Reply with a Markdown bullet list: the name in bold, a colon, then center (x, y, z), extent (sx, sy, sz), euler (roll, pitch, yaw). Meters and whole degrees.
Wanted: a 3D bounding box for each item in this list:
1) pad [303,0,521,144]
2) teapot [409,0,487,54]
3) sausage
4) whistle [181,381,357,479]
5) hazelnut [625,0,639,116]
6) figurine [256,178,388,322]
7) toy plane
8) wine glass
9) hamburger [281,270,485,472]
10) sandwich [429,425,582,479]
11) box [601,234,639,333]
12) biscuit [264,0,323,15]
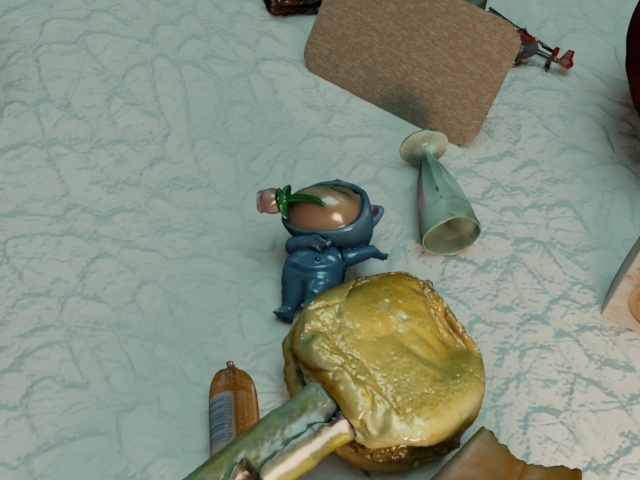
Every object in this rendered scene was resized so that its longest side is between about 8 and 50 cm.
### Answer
- **pad**: center (0.114, -0.251, 1.370), extent (0.266, 0.176, 0.002), euler (29, 26, 12)
- **teapot**: center (0.164, -0.334, 1.452), extent (0.162, 0.149, 0.239), euler (21, 51, 5)
- **sausage**: center (-0.075, 0.265, 0.991), extent (0.053, 0.053, 0.347), euler (0, 52, -11)
- **whistle**: center (-0.114, 0.244, 0.947), extent (0.326, 0.057, 0.068), euler (-34, 33, -9)
- **hazelnut**: center (0.599, -0.234, 1.338), extent (0.410, 0.359, 0.359), euler (22, 51, -4)
- **figurine**: center (-0.005, -0.002, 1.170), extent (0.114, 0.144, 0.178), euler (0, 56, 35)
- **toy plane**: center (0.294, -0.278, 1.496), extent (0.145, 0.037, 0.060), euler (24, 61, 1)
- **wine glass**: center (0.142, -0.060, 1.283), extent (0.073, 0.073, 0.155), euler (-3, 49, -13)
- **hamburger**: center (0.068, 0.135, 1.075), extent (0.214, 0.108, 0.213), euler (11, 52, -14)
- **sandwich**: center (0.129, 0.277, 0.987), extent (0.220, 0.108, 0.186), euler (8, 51, -1)
- **box**: center (0.440, 0.065, 1.194), extent (0.199, 0.135, 0.081), euler (27, 52, 12)
- **biscuit**: center (-0.057, -0.436, 1.542), extent (0.106, 0.070, 0.252), euler (-11, 55, -19)
